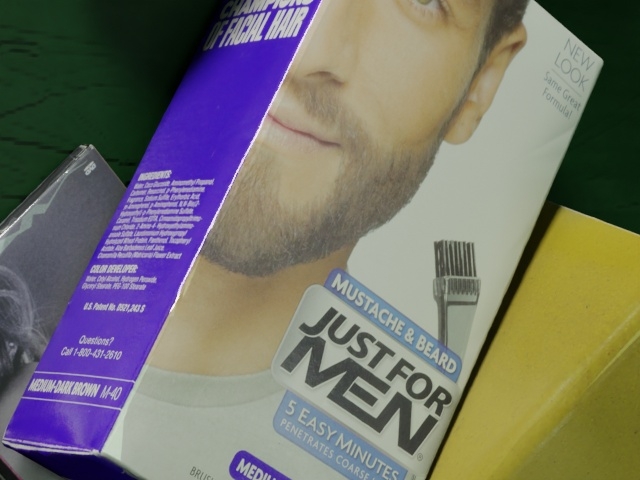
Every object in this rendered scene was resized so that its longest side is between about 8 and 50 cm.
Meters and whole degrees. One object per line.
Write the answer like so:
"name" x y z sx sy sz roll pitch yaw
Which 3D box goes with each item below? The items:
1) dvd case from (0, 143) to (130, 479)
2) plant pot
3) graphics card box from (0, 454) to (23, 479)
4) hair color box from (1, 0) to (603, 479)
"dvd case" -0.112 0.086 1.002 0.164 0.018 0.221 -47 117 -22
"plant pot" 0.134 0.122 1.070 0.187 0.212 0.212 -43 116 -9
"graphics card box" -0.200 0.108 0.816 0.094 0.233 0.371 -46 116 -18
"hair color box" 0.000 0.000 1.004 0.185 0.110 0.339 36 68 -31
